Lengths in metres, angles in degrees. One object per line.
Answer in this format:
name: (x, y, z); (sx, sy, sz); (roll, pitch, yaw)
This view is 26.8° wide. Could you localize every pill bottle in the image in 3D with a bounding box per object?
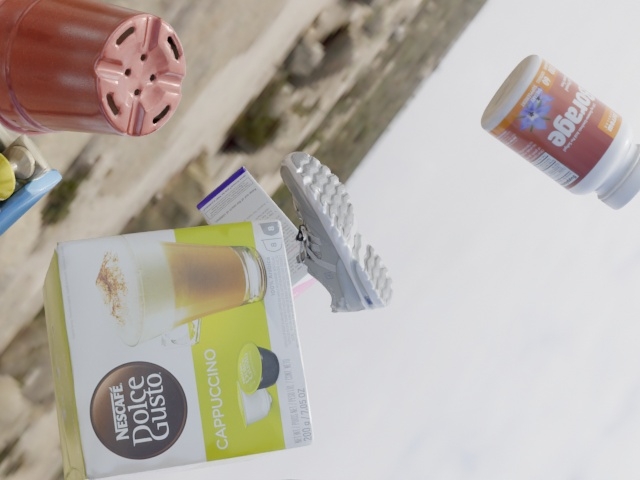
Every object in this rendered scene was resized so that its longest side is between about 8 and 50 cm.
pill bottle: (0.328, -0.137, 1.761); (0.121, 0.216, 0.121); (-55, -174, 8)

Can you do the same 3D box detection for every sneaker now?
sneaker: (0.000, 0.000, 2.037); (0.115, 0.281, 0.105); (-21, -163, 25)

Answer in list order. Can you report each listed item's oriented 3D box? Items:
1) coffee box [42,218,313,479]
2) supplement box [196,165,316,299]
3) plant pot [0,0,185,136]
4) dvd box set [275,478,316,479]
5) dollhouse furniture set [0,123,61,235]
coffee box: (-0.231, 0.179, 2.027); (0.338, 0.334, 0.338); (143, -61, -71)
supplement box: (-0.099, -0.002, 2.319); (0.114, 0.220, 0.111); (-41, 168, -5)
plant pot: (-0.385, -0.290, 2.238); (0.272, 0.265, 0.272); (-22, 118, -48)
dvd box set: (-0.157, 0.347, 1.630); (0.307, 0.420, 0.062); (-10, -98, 63)
dollhouse furniture set: (-0.428, -0.076, 1.143); (0.303, 0.286, 0.198); (-33, -177, 36)
